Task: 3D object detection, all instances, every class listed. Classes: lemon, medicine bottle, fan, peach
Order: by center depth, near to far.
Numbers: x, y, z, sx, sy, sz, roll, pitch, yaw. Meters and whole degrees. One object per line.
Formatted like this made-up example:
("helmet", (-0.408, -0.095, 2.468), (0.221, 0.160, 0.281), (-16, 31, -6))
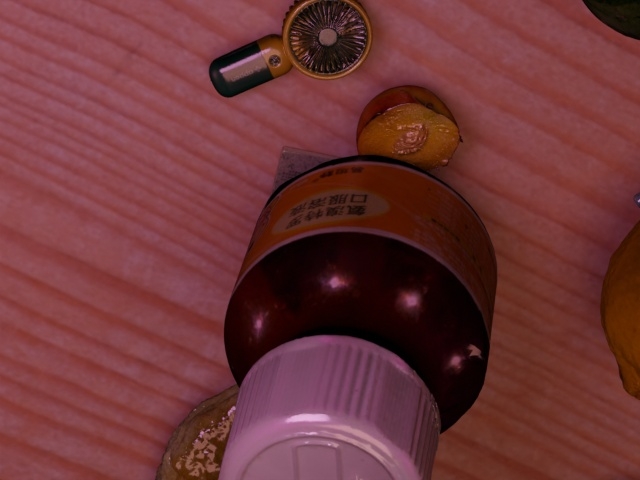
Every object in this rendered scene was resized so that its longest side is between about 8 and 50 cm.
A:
("medicine bottle", (0.034, 0.104, 1.582), (0.243, 0.395, 0.242), (2, 120, 3))
("fan", (-0.029, -0.175, 1.672), (0.155, 0.039, 0.082), (-22, 115, 3))
("peach", (0.079, -0.103, 1.707), (0.098, 0.061, 0.098), (-1, 134, -1))
("lemon", (0.375, 0.046, 1.739), (0.204, 0.204, 0.260), (41, 100, -22))

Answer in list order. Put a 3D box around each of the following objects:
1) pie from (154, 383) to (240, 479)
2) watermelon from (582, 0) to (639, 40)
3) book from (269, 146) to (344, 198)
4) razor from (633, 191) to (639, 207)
("pie", (-0.034, 0.253, 1.826), (0.277, 0.078, 0.277), (-2, 105, -8))
("watermelon", (0.317, -0.271, 1.600), (0.215, 0.188, 0.188), (-25, 115, 10))
("book", (0.000, 0.000, 1.768), (0.118, 0.012, 0.172), (10, 112, -12))
("razor", (0.361, -0.074, 1.780), (0.135, 0.040, 0.068), (-34, 113, 14))
